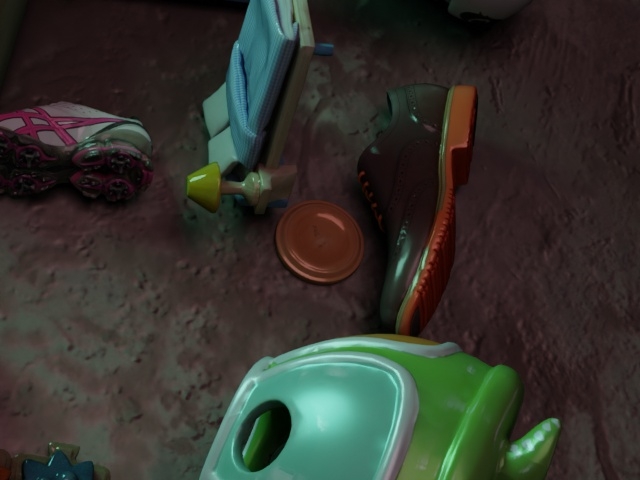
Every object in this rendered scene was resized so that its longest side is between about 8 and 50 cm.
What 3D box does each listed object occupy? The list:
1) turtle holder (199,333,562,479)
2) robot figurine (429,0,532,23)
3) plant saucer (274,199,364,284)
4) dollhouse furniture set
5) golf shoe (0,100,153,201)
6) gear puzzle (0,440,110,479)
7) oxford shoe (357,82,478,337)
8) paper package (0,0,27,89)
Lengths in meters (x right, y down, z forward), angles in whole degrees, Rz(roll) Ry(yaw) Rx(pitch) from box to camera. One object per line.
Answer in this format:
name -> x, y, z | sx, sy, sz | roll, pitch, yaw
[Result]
turtle holder -> 0.025, 0.221, 0.932 | 0.227, 0.243, 0.320 | 21, 99, 12
robot figurine -> 0.114, -0.337, 1.256 | 0.278, 0.173, 0.209 | 36, 77, 3
plant saucer -> 0.000, 0.000, 1.137 | 0.083, 0.013, 0.083 | 7, 61, -13
dollhouse furniture set -> -0.105, -0.216, 1.059 | 0.198, 0.286, 0.303 | 3, 52, -15
golf shoe -> -0.239, -0.084, 1.086 | 0.186, 0.067, 0.086 | 7, 41, -18
gear puzzle -> -0.315, 0.203, 0.895 | 0.339, 0.044, 0.175 | 13, 60, -19
oxford shoe -> 0.078, -0.029, 1.144 | 0.098, 0.097, 0.271 | 8, 55, 10
paper package -> -0.395, -0.294, 1.082 | 0.309, 0.168, 0.325 | 14, 60, -11
